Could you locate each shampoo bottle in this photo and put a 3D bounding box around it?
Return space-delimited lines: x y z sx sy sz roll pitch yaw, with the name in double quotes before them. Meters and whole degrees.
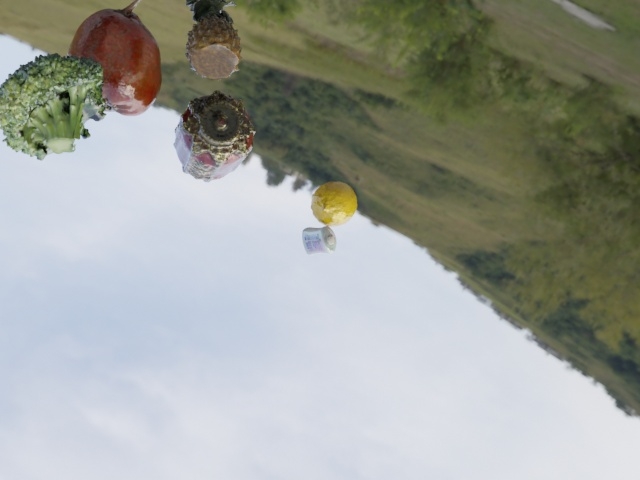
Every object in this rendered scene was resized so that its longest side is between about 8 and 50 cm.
"shampoo bottle" 0.000 0.000 1.994 0.043 0.072 0.099 -18 -173 -36

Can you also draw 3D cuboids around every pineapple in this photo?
"pineapple" -0.212 -0.450 1.625 0.130 0.119 0.277 -4 -126 -8

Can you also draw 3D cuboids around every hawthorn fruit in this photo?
"hawthorn fruit" -0.444 -0.412 1.774 0.210 0.263 0.210 14 175 1

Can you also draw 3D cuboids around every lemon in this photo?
"lemon" 0.036 -0.092 2.021 0.114 0.114 0.155 32 -160 15

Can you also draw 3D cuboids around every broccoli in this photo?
"broccoli" -0.492 -0.248 1.492 0.226 0.176 0.198 0 174 24

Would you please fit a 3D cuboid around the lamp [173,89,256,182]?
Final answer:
"lamp" -0.243 -0.231 1.814 0.177 0.177 0.274 23 166 -13
